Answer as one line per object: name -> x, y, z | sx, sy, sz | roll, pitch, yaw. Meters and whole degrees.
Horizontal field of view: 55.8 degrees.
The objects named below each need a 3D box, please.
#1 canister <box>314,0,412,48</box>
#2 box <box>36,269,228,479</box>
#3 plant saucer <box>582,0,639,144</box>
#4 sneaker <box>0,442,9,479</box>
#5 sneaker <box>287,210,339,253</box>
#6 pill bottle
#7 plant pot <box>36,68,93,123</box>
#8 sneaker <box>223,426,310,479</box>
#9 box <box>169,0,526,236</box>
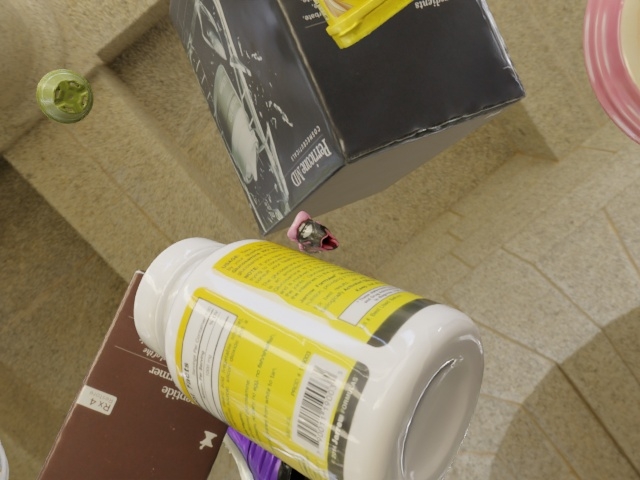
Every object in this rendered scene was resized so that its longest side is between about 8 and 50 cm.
canister -> 0.022, -0.281, 0.541 | 0.126, 0.073, 0.170 | -37, -71, -1
box -> -0.231, 0.246, 0.783 | 0.191, 0.143, 0.382 | 24, -99, -11
plant saucer -> 0.453, -0.236, 0.635 | 0.331, 0.084, 0.333 | 7, -75, 27
sneaker -> -0.237, 0.147, 0.354 | 0.099, 0.262, 0.121 | -4, -61, -29
sneaker -> 0.000, 0.000, 0.786 | 0.057, 0.119, 0.047 | 26, -90, 18
pill bottle -> -0.028, 0.107, 0.598 | 0.187, 0.333, 0.188 | -26, -55, -44
plant pot -> -0.383, -0.217, 0.915 | 0.083, 0.079, 0.084 | -7, -75, -26
sneaker -> -0.076, 0.347, 1.028 | 0.146, 0.294, 0.102 | -36, -28, 20
box -> -0.008, -0.308, 0.955 | 0.297, 0.480, 0.472 | -23, -93, -20
